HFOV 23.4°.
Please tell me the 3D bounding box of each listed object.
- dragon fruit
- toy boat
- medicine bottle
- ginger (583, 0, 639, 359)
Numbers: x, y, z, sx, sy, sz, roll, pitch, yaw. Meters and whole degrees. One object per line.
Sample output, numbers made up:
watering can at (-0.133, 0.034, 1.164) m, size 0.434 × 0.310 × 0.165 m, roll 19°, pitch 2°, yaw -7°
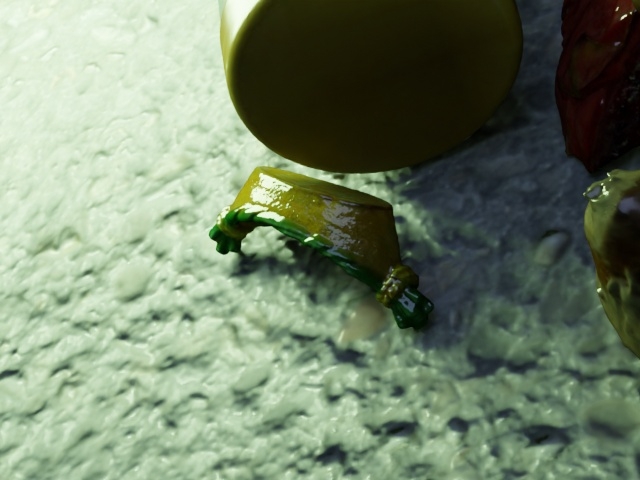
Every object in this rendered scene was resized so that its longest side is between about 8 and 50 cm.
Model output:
dragon fruit at (0.288, -0.226, 1.223) m, size 0.317 × 0.152 × 0.205 m, roll -31°, pitch 46°, yaw 3°
toy boat at (0.000, 0.000, 1.250) m, size 0.229 × 0.089 × 0.088 m, roll 20°, pitch 103°, yaw 38°
medicine bottle at (0.030, -0.215, 1.285) m, size 0.237 × 0.238 × 0.232 m, roll -21°, pitch 48°, yaw 12°
ginger at (0.283, -0.035, 1.045) m, size 0.176 × 0.256 × 0.375 m, roll -9°, pitch 62°, yaw 58°
